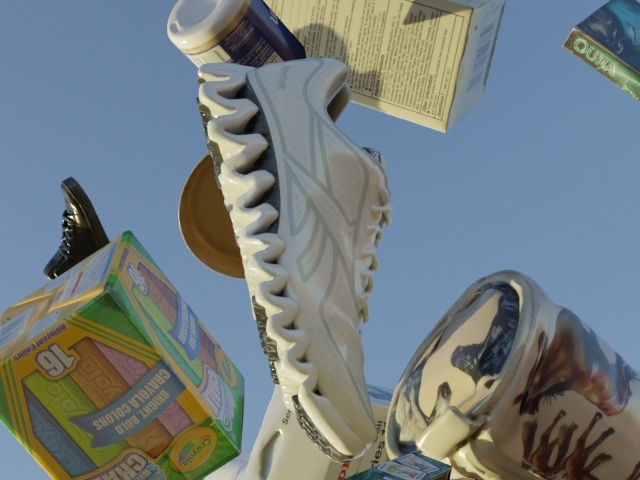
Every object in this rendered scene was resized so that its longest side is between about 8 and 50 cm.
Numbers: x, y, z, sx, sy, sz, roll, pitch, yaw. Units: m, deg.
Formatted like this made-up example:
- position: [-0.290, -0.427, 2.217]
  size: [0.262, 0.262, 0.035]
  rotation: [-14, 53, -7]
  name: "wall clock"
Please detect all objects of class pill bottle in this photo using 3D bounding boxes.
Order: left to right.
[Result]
- position: [-0.068, -0.184, 1.135]
  size: [0.094, 0.094, 0.169]
  rotation: [-38, -50, 10]
  name: "pill bottle"

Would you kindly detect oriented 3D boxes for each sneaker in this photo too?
- position: [-0.291, 0.017, 1.324]
  size: [0.089, 0.051, 0.170]
  rotation: [-28, -68, -14]
  name: "sneaker"
- position: [0.000, 0.000, 0.751]
  size: [0.118, 0.292, 0.110]
  rotation: [-13, -19, -7]
  name: "sneaker"

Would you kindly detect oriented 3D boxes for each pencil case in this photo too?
- position: [0.227, 0.192, 0.826]
  size: [0.410, 0.183, 0.160]
  rotation: [38, -68, -19]
  name: "pencil case"

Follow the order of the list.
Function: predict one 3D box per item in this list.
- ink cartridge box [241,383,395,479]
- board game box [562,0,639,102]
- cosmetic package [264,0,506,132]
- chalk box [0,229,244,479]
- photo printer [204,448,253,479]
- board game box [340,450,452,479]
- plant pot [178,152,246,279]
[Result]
- position: [0.034, 0.212, 1.036]
  size: [0.208, 0.087, 0.153]
  rotation: [19, -90, -49]
  name: "ink cartridge box"
- position: [0.323, -0.150, 1.025]
  size: [0.126, 0.186, 0.026]
  rotation: [-38, -17, -48]
  name: "board game box"
- position: [0.045, -0.250, 1.278]
  size: [0.129, 0.296, 0.153]
  rotation: [-42, -31, -54]
  name: "cosmetic package"
- position: [-0.143, 0.126, 0.873]
  size: [0.132, 0.132, 0.213]
  rotation: [-34, -71, 8]
  name: "chalk box"
- position: [-0.130, 0.376, 1.247]
  size: [0.107, 0.307, 0.256]
  rotation: [38, -34, -20]
  name: "photo printer"
- position: [-0.026, 0.180, 0.481]
  size: [0.260, 0.030, 0.136]
  rotation: [-2, -70, -57]
  name: "board game box"
- position: [-0.079, -0.053, 1.531]
  size: [0.236, 0.032, 0.236]
  rotation: [-8, -57, -12]
  name: "plant pot"
